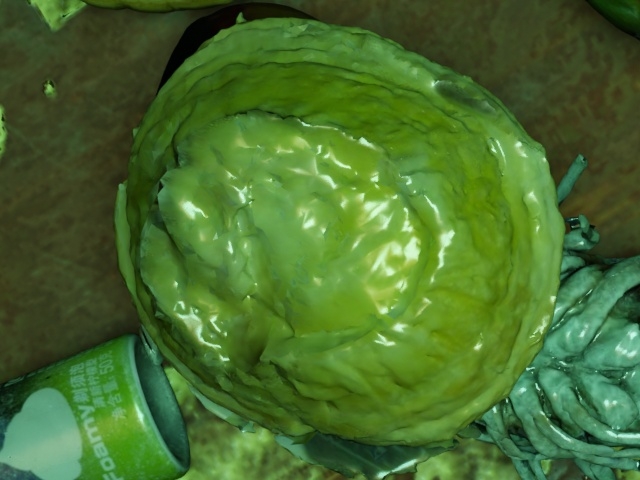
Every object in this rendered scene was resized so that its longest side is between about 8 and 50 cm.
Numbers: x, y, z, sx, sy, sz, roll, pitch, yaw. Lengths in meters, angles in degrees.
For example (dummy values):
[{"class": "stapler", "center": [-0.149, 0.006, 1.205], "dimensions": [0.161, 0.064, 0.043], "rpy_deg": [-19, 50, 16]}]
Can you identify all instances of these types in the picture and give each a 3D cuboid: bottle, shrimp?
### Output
[{"class": "bottle", "center": [-0.245, 0.156, 0.949], "dimensions": [0.330, 0.093, 0.093], "rpy_deg": [-22, 94, 5]}, {"class": "shrimp", "center": [0.108, 0.056, 0.896], "dimensions": [0.411, 0.166, 0.221], "rpy_deg": [13, 99, 14]}]

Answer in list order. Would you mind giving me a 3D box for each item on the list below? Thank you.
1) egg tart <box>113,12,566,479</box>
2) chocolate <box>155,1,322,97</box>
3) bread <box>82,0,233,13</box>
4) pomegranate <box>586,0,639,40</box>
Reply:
[{"class": "egg tart", "center": [0.000, 0.000, 0.792], "dimensions": [0.232, 0.098, 0.252], "rpy_deg": [-33, 85, 16]}, {"class": "chocolate", "center": [-0.021, -0.065, 0.906], "dimensions": [0.133, 0.124, 0.127], "rpy_deg": [22, 92, -27]}, {"class": "bread", "center": [-0.101, -0.241, 0.916], "dimensions": [0.236, 0.070, 0.236], "rpy_deg": [0, 96, 4]}, {"class": "pomegranate", "center": [0.217, -0.215, 0.854], "dimensions": [0.202, 0.202, 0.247], "rpy_deg": [23, 69, 1]}]
